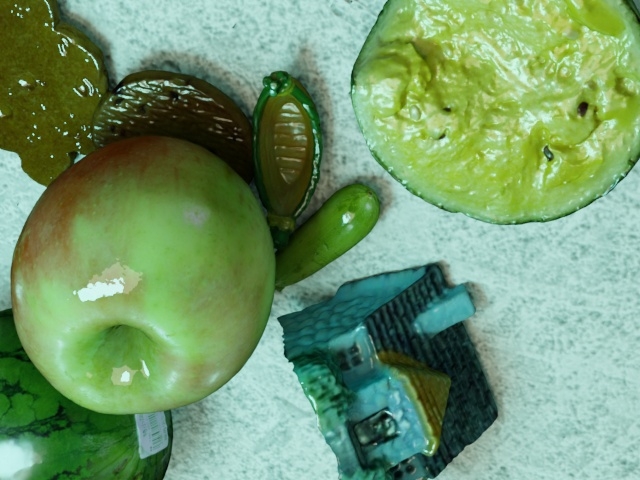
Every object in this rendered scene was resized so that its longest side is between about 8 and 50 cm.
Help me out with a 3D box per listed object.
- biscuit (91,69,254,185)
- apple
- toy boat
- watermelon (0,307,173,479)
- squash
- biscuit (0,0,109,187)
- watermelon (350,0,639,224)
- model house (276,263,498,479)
[{"bbox_3d":[-0.179,-0.121,2.045,0.212,0.036,0.212,6,128,8],"label":"biscuit"},{"bbox_3d":[-0.207,0.034,1.961,0.319,0.277,0.319,1,132,1],"label":"apple"},{"bbox_3d":[-0.043,-0.104,1.989,0.089,0.088,0.229,7,118,16],"label":"toy boat"},{"bbox_3d":[-0.375,0.249,2.158,0.363,0.363,0.363,9,119,16],"label":"watermelon"},{"bbox_3d":[0.000,0.000,2.041,0.066,0.066,0.201,45,122,-6],"label":"squash"},{"bbox_3d":[-0.359,-0.199,2.082,0.208,0.041,0.290,4,122,17],"label":"biscuit"},{"bbox_3d":[0.211,-0.195,1.795,0.331,0.189,0.330,6,132,7],"label":"watermelon"},{"bbox_3d":[0.108,0.191,2.036,0.241,0.226,0.261,-25,110,-2],"label":"model house"}]
